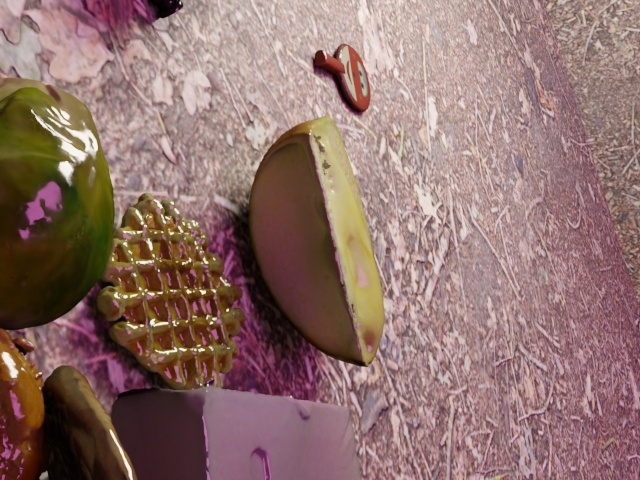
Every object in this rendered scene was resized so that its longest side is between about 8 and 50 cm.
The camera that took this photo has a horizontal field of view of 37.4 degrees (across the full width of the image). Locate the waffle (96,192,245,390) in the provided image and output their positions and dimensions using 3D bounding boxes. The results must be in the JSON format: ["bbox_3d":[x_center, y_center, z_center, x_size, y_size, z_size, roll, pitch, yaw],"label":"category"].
[{"bbox_3d":[-0.132,0.052,0.869,0.183,0.036,0.169,52,35,-37],"label":"waffle"}]

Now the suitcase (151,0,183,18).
[{"bbox_3d":[-0.107,-0.421,1.015,0.230,0.152,0.335,62,29,-26],"label":"suitcase"}]

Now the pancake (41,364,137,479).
[{"bbox_3d":[-0.146,0.202,0.609,0.031,0.250,0.250,-8,83,-24],"label":"pancake"}]

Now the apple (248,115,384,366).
[{"bbox_3d":[0.000,0.000,1.048,0.193,0.120,0.265,-26,103,-73],"label":"apple"}]

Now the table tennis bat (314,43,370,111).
[{"bbox_3d":[0.034,-0.233,1.314,0.154,0.019,0.098,14,66,-62],"label":"table tennis bat"}]

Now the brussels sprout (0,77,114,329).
[{"bbox_3d":[-0.217,-0.025,0.650,0.161,0.144,0.181,28,48,-4],"label":"brussels sprout"}]

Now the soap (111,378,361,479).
[{"bbox_3d":[-0.060,0.275,0.813,0.296,0.107,0.285,24,57,-63],"label":"soap"}]

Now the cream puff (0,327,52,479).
[{"bbox_3d":[-0.228,0.122,0.580,0.103,0.126,0.144,69,22,-67],"label":"cream puff"}]
